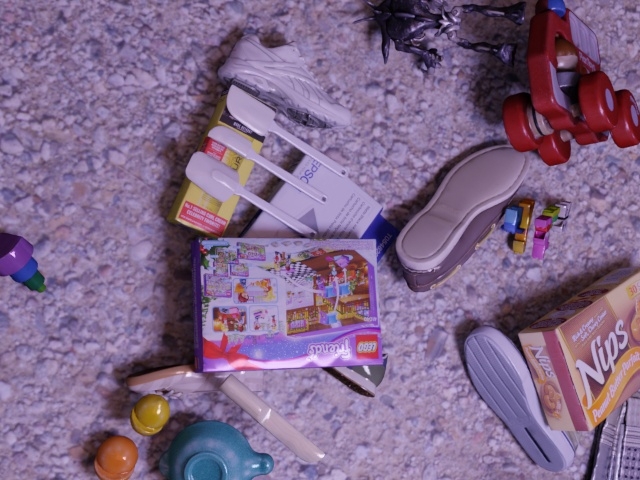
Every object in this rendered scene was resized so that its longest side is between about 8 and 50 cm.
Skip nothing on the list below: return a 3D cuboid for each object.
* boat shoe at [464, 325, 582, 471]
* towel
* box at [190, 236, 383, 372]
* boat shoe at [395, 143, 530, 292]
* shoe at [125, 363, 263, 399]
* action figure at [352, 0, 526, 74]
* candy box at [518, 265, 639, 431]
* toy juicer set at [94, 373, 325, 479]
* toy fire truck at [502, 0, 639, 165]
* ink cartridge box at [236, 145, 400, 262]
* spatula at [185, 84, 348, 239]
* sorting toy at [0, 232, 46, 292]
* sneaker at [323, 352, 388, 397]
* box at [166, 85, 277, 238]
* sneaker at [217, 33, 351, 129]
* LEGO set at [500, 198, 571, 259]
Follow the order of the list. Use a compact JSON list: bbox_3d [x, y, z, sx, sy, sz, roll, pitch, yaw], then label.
[{"bbox_3d":[0.354,0.265,1.665,0.094,0.109,0.302,-44,108,-41],"label":"boat shoe"},{"bbox_3d":[0.635,0.453,1.773,0.324,0.056,0.312,16,83,-18],"label":"towel"},{"bbox_3d":[-0.051,0.098,1.470,0.293,0.057,0.201,1,80,-22],"label":"box"},{"bbox_3d":[0.247,-0.041,1.626,0.324,0.116,0.097,-45,145,-27],"label":"boat shoe"},{"bbox_3d":[-0.188,0.217,1.466,0.219,0.076,0.058,-4,84,-22],"label":"shoe"},{"bbox_3d":[0.196,-0.360,1.603,0.275,0.141,0.164,11,92,7],"label":"action figure"},{"bbox_3d":[0.493,0.182,1.665,0.316,0.087,0.183,-24,97,-38],"label":"candy box"},{"bbox_3d":[-0.183,0.306,1.433,0.329,0.089,0.209,-29,92,2],"label":"toy juicer set"},{"bbox_3d":[0.420,-0.279,1.627,0.302,0.169,0.254,13,68,-54],"label":"toy fire truck"},{"bbox_3d":[0.000,0.000,1.560,0.224,0.045,0.223,39,75,-15],"label":"ink cartridge box"},{"bbox_3d":[-0.078,-0.110,1.496,0.242,0.019,0.168,32,72,-23],"label":"spatula"},{"bbox_3d":[-0.527,0.152,1.349,0.365,0.127,0.126,-48,133,-18],"label":"sorting toy"},{"bbox_3d":[0.031,0.171,1.561,0.192,0.064,0.086,38,68,-15],"label":"sneaker"},{"bbox_3d":[-0.155,-0.120,1.500,0.087,0.058,0.232,27,79,-20],"label":"box"},{"bbox_3d":[-0.041,-0.261,1.534,0.232,0.090,0.115,26,76,-18],"label":"sneaker"},{"bbox_3d":[0.369,-0.014,1.660,0.227,0.087,0.093,-22,121,-62],"label":"LEGO set"}]
